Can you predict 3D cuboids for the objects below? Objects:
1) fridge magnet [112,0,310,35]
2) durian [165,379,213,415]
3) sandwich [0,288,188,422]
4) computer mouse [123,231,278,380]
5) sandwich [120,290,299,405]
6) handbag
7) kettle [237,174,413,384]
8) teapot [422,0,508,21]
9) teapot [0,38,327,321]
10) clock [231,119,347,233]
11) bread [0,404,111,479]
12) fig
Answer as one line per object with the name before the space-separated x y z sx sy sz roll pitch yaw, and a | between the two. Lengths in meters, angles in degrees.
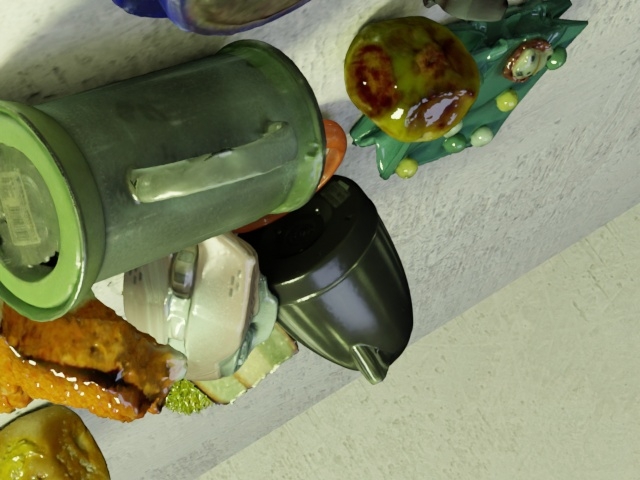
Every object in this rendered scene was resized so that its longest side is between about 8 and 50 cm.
fridge magnet | -0.051 -0.255 1.097 0.265 0.112 0.265 -29 164 -9
durian | -0.203 0.204 2.196 0.159 0.146 0.198 -23 160 -31
sandwich | -0.296 0.108 1.578 0.250 0.301 0.162 112 -7 -61
computer mouse | -0.160 0.072 1.744 0.389 0.199 0.115 92 12 -52
sandwich | -0.161 0.085 2.000 0.155 0.227 0.198 -37 -159 6
handbag | 0.199 -0.194 1.857 0.269 0.100 0.274 -18 160 -43
kettle | 0.020 0.067 1.930 0.207 0.251 0.271 -44 124 -13
teapot | 0.134 -0.272 1.357 0.096 0.087 0.177 -8 163 -8
teapot | -0.134 -0.074 1.298 0.337 0.200 0.270 -23 -167 -41
clock | -0.055 -0.082 1.773 0.205 0.051 0.205 -32 165 -10
bread | -0.458 0.395 2.179 0.246 0.195 0.176 -44 166 36
fig | 0.103 -0.185 1.611 0.154 0.144 0.165 0 -173 0
